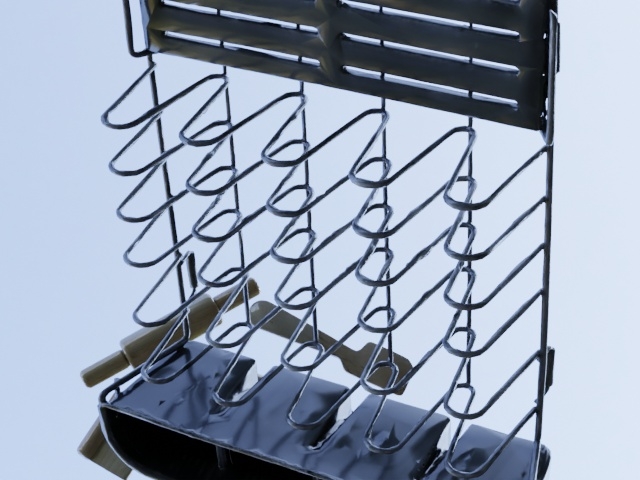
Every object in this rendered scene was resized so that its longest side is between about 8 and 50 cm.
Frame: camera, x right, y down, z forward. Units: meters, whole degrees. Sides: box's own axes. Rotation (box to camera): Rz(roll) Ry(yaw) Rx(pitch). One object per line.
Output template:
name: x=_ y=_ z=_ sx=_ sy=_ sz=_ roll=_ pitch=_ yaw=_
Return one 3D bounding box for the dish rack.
dish rack: x=0.000 y=0.000 z=0.586 sx=0.208 sy=0.074 sz=0.271 roll=13 pitch=-53 yaw=23

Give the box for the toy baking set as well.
toy baking set: x=-0.065 y=0.128 z=1.152 sx=0.256 sy=0.197 sz=0.030 roll=-33 pitch=-20 yaw=-10
